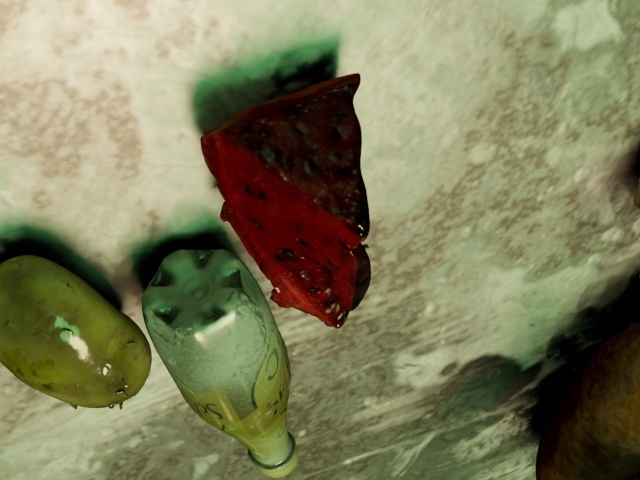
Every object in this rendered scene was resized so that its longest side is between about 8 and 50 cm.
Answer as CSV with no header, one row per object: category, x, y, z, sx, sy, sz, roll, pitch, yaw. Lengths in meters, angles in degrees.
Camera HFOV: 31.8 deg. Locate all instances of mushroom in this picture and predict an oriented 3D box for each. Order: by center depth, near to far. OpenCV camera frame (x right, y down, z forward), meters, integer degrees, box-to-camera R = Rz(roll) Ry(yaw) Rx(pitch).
mushroom,0.351,0.209,0.985,0.334,0.356,0.331,22,110,-8

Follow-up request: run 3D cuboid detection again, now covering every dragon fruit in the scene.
dragon fruit,0.010,-0.014,0.717,0.092,0.122,0.192,-47,148,-27

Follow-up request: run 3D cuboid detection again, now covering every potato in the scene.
potato,-0.164,0.063,0.724,0.091,0.070,0.138,-2,151,33

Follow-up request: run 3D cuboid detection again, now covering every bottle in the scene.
bottle,-0.059,0.107,0.828,0.083,0.083,0.269,-23,142,-5

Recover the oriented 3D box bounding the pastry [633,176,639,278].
pastry,0.347,-0.003,0.850,0.229,0.218,0.100,-53,-179,-1
